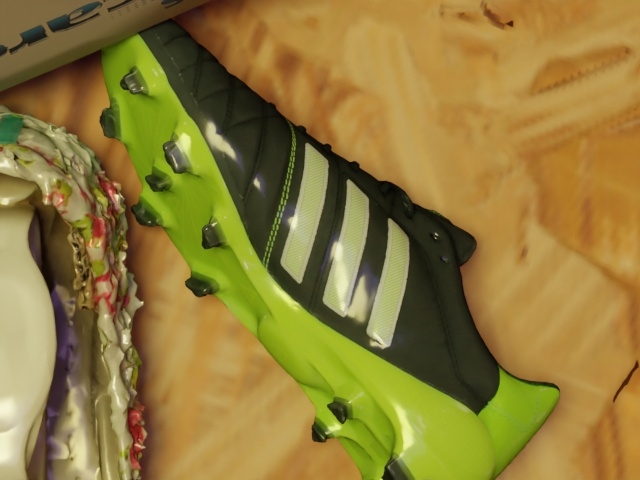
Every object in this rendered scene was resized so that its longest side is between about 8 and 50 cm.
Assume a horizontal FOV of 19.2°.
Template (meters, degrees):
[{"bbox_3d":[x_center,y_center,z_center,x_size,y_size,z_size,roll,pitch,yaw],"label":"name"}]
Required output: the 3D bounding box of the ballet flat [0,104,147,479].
[{"bbox_3d":[-0.090,0.080,0.549,0.091,0.077,0.241,-7,90,-4],"label":"ballet flat"}]

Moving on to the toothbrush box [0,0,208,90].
[{"bbox_3d":[-0.131,-0.185,0.513,0.206,0.122,0.283,-24,82,-3],"label":"toothbrush box"}]

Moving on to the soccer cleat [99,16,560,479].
[{"bbox_3d":[0.000,0.000,0.572,0.072,0.060,0.179,-35,86,-28],"label":"soccer cleat"}]
